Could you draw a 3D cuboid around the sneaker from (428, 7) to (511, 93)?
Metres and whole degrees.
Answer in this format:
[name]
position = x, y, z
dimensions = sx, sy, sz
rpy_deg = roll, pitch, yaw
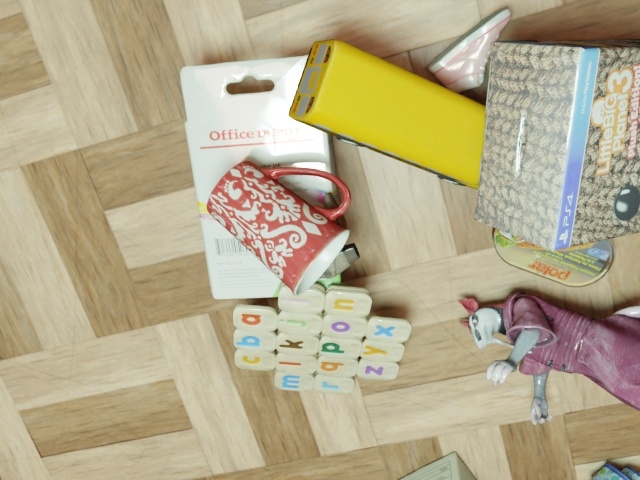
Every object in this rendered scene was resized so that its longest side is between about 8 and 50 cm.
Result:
[sneaker]
position = 0.227, -0.265, 0.919
dimensions = 0.134, 0.051, 0.070
rpy_deg = -38, 103, 21

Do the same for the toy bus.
[toy bus]
position = 0.128, -0.158, 0.869
dimensions = 0.332, 0.130, 0.108
rpy_deg = 17, 96, -23

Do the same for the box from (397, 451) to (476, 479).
[box]
position = 0.211, 0.507, 1.097
dimensions = 0.148, 0.232, 0.127
rpy_deg = -33, 103, 17

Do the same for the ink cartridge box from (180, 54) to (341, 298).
[ink cartridge box]
position = -0.080, -0.097, 0.977
dimensions = 0.207, 0.119, 0.354
rpy_deg = -3, 110, 6

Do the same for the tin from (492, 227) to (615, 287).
[tin]
position = 0.361, 0.006, 1.007
dimensions = 0.189, 0.040, 0.106
rpy_deg = 21, 107, -1

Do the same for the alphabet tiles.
[alphabet tiles]
position = -0.002, 0.166, 1.045
dimensions = 0.277, 0.021, 0.284
rpy_deg = 4, 137, -2

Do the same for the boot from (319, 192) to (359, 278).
[boot]
position = 0.000, 0.000, 0.922
dimensions = 0.087, 0.042, 0.118
rpy_deg = -20, 101, 18

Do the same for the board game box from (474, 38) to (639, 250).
[board game box]
position = 0.364, -0.135, 0.828
dimensions = 0.291, 0.141, 0.232
rpy_deg = -10, 112, -26

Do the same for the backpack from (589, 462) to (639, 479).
[backpack]
position = 0.529, 0.441, 1.108
dimensions = 0.084, 0.105, 0.114
rpy_deg = -42, 100, -5

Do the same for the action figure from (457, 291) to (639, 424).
[action figure]
position = 0.387, 0.145, 0.972
dimensions = 0.370, 0.248, 0.276
rpy_deg = 22, 77, 24

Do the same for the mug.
[mug]
position = -0.050, -0.033, 0.872
dimensions = 0.169, 0.150, 0.113
rpy_deg = 38, 153, 11
